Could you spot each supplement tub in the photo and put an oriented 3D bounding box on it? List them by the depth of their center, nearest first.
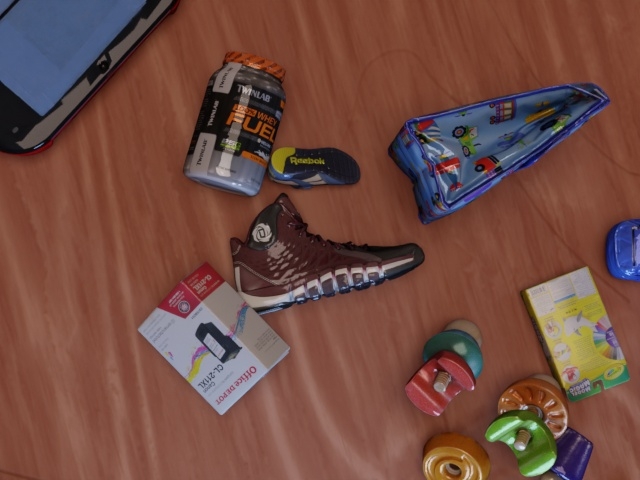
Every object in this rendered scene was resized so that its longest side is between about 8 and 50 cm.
[{"bbox_3d":[-0.119,-0.167,1.804,0.117,0.117,0.190,15,85,-2],"label":"supplement tub"}]

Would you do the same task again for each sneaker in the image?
[{"bbox_3d":[0.000,0.000,1.804,0.281,0.106,0.162,-14,83,-4],"label":"sneaker"},{"bbox_3d":[-0.012,-0.104,1.841,0.144,0.059,0.053,6,64,-21],"label":"sneaker"}]

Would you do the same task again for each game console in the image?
[{"bbox_3d":[-0.429,-0.350,1.832,0.342,0.060,0.386,41,83,1],"label":"game console"}]

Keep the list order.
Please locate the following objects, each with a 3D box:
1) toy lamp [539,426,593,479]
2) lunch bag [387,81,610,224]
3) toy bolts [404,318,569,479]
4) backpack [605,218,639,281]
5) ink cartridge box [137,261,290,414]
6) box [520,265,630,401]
[{"bbox_3d":[0.296,0.392,1.798,0.080,0.080,0.274,36,83,0],"label":"toy lamp"},{"bbox_3d":[0.261,-0.151,1.773,0.293,0.221,0.138,-25,87,-5],"label":"lunch bag"},{"bbox_3d":[0.221,0.229,1.807,0.218,0.158,0.228,-37,100,34],"label":"toy bolts"},{"bbox_3d":[0.482,0.009,1.833,0.120,0.101,0.098,1,78,0],"label":"backpack"},{"bbox_3d":[-0.150,0.139,1.766,0.175,0.072,0.127,45,124,2],"label":"ink cartridge box"},{"bbox_3d":[0.376,0.139,1.844,0.105,0.043,0.179,-20,84,-5],"label":"box"}]
